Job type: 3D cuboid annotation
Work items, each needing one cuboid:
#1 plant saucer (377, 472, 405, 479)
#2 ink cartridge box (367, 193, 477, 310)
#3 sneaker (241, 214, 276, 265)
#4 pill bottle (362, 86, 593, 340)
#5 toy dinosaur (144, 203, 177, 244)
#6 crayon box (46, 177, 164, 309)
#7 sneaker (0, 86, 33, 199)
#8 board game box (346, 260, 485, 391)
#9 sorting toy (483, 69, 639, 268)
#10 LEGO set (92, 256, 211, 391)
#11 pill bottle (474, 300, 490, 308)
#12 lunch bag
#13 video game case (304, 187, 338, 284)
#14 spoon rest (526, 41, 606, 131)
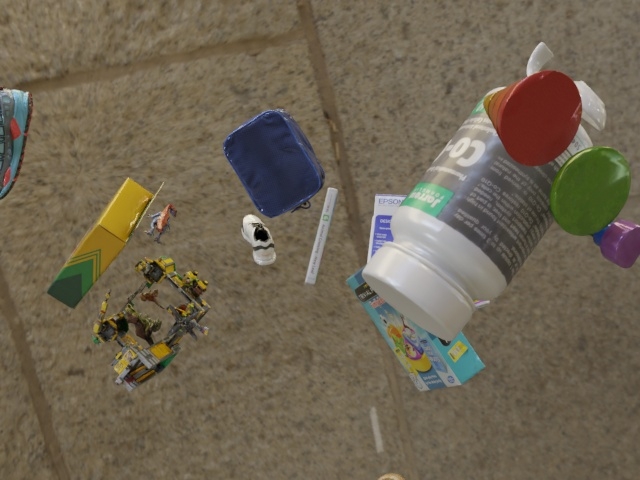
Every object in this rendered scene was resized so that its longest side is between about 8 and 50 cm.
[{"bbox_3d":[0.134,0.499,1.417,0.083,0.083,0.015,-51,136,-8],"label":"plant saucer"},{"bbox_3d":[0.285,0.029,1.970,0.303,0.072,0.307,4,65,11],"label":"ink cartridge box"},{"bbox_3d":[-0.089,-0.011,1.050,0.040,0.109,0.044,-13,128,-17],"label":"sneaker"},{"bbox_3d":[0.238,-0.039,1.105,0.204,0.204,0.361,41,80,-17],"label":"pill bottle"},{"bbox_3d":[-0.274,-0.034,1.274,0.047,0.090,0.082,40,59,-25],"label":"toy dinosaur"},{"bbox_3d":[-0.498,-0.008,1.674,0.081,0.202,0.318,36,122,-17],"label":"crayon box"},{"bbox_3d":[-0.730,-0.221,1.620,0.125,0.104,0.262,13,106,-20],"label":"sneaker"},{"bbox_3d":[0.212,0.189,1.699,0.079,0.254,0.336,-32,84,-19],"label":"board game box"},{"bbox_3d":[0.335,-0.100,1.014,0.127,0.126,0.365,-47,121,1],"label":"sorting toy"},{"bbox_3d":[-0.440,0.208,1.783,0.331,0.192,0.255,-41,86,17],"label":"LEGO set"},{"bbox_3d":[0.362,0.115,1.677,0.043,0.043,0.083,-13,75,-17],"label":"pill bottle"},{"bbox_3d":[-0.038,-0.070,0.661,0.067,0.065,0.098,-27,100,11],"label":"lunch bag"},{"bbox_3d":[0.000,0.000,1.504,0.023,0.212,0.193,14,85,0],"label":"video game case"},{"bbox_3d":[0.533,-0.328,1.579,0.084,0.276,0.137,-42,131,21],"label":"spoon rest"}]
